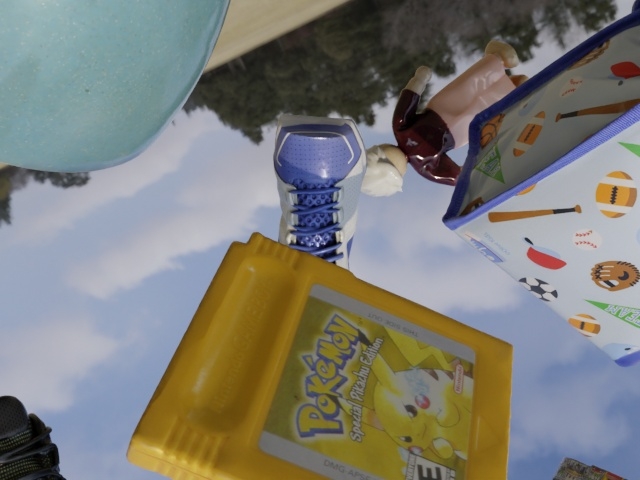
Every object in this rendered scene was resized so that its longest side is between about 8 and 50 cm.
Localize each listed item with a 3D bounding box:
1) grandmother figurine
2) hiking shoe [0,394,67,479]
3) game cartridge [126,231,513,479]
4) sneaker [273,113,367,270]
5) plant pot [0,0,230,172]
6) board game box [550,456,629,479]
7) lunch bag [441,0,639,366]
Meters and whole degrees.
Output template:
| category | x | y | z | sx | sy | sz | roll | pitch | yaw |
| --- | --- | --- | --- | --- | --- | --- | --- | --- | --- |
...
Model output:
| category | x | y | z | sx | sy | sz | roll | pitch | yaw |
| --- | --- | --- | --- | --- | --- | --- | --- | --- | --- |
| grandmother figurine | 0.197 | -0.182 | 1.253 | 0.342 | 0.208 | 0.104 | -34 | -177 | -11 |
| hiking shoe | -0.162 | 0.141 | 0.373 | 0.086 | 0.114 | 0.226 | -21 | -154 | -40 |
| game cartridge | 0.024 | 0.143 | 0.710 | 0.285 | 0.323 | 0.053 | -70 | -173 | -49 |
| sneaker | 0.000 | 0.001 | 1.009 | 0.127 | 0.316 | 0.182 | 0 | -135 | -3 |
| plant pot | -0.159 | -0.216 | 0.471 | 0.195 | 0.290 | 0.290 | -36 | -171 | 33 |
| board game box | 0.315 | 0.378 | 0.938 | 0.194 | 0.060 | 0.194 | -57 | -166 | -11 |
| lunch bag | 0.390 | -0.076 | 0.813 | 0.385 | 0.327 | 0.239 | -35 | -152 | 47 |
